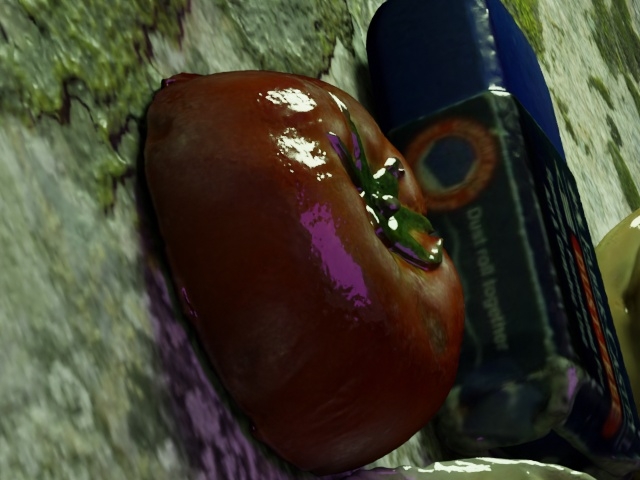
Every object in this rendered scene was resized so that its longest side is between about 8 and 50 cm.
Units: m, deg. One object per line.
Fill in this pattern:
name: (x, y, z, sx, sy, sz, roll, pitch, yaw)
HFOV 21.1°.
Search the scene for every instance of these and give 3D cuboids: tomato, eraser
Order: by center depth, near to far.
tomato: (0.002, 0.001, 0.846, 0.225, 0.085, 0.225, 48, 29, -38)
eraser: (0.115, 0.001, 1.098, 0.155, 0.101, 0.332, 41, 34, -53)

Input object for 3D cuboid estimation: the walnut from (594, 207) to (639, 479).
walnut: (0.317, 0.085, 1.283, 0.296, 0.285, 0.285, 139, -66, -67)

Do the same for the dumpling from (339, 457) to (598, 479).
dumpling: (0.087, 0.188, 0.790, 0.227, 0.175, 0.243, 38, 5, 2)
